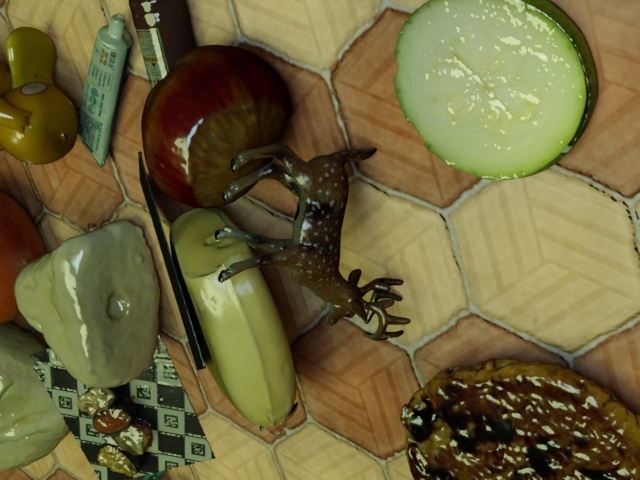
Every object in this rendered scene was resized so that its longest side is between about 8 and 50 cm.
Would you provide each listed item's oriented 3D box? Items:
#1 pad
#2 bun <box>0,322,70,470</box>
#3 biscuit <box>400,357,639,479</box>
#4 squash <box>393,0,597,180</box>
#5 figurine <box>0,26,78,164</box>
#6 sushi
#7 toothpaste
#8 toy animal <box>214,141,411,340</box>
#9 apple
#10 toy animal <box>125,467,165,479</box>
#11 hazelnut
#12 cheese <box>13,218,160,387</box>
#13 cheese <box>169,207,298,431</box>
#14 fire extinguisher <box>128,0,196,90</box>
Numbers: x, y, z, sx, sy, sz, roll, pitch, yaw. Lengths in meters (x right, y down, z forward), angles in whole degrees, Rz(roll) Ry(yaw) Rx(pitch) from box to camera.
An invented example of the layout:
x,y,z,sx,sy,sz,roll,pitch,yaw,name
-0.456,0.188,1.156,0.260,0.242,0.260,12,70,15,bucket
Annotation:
x,y,z,sx,sy,sz,roll,pitch,yaw,name
-0.210,0.037,1.346,0.202,0.005,0.299,140,113,-77,pad
-0.623,0.291,1.802,0.361,0.213,0.361,16,140,14,bun
0.260,0.269,1.187,0.334,0.081,0.289,-5,113,37,biscuit
0.181,-0.164,1.009,0.219,0.041,0.219,19,130,25,squash
-0.468,-0.198,1.409,0.228,0.215,0.215,-11,110,22,figurine
-0.352,0.297,1.661,0.264,0.050,0.290,-17,107,19,sushi
-0.310,-0.216,1.373,0.069,0.047,0.268,27,136,-1,toothpaste
0.005,0.008,1.154,0.087,0.260,0.243,-126,45,-63,toy animal
-0.596,0.041,1.637,0.242,0.242,0.241,4,125,38,apple
-0.336,0.469,1.816,0.103,0.100,0.208,26,143,-31,toy animal
-0.127,-0.140,1.180,0.170,0.201,0.160,41,169,-21,hazelnut
-0.367,0.111,1.536,0.251,0.174,0.247,-12,99,42,cheese
-0.114,0.120,1.313,0.259,0.128,0.316,-119,9,-60,cheese
-0.194,-0.215,1.268,0.099,0.071,0.231,38,144,55,fire extinguisher
